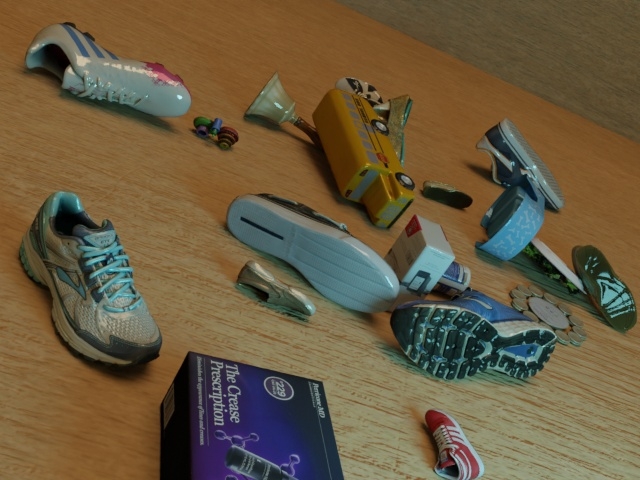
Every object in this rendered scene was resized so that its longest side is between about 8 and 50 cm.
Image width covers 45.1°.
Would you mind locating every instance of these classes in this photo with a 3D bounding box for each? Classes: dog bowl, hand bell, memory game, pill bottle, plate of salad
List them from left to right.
[{"bbox_3d":[-0.046,-0.277,1.827,0.242,0.126,0.126,36,26,-11],"label":"hand bell"},{"bbox_3d":[0.225,0.063,1.501,0.120,0.067,0.067,20,28,-15],"label":"pill bottle"},{"bbox_3d":[0.454,-0.052,1.816,0.074,0.166,0.297,39,27,-3],"label":"dog bowl"},{"bbox_3d":[0.483,0.157,1.636,0.186,0.012,0.186,22,29,-13],"label":"memory game"},{"bbox_3d":[0.540,0.059,1.799,0.200,0.048,0.200,42,12,-11],"label":"plate of salad"}]

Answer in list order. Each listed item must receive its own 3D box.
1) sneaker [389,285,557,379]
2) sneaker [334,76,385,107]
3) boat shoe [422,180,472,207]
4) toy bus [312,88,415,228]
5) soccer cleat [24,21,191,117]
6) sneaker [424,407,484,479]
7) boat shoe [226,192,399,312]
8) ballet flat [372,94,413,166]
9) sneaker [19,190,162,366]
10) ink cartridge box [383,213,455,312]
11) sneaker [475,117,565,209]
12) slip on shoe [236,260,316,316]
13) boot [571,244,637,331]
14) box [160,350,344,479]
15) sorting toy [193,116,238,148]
[{"bbox_3d":[0.246,0.156,1.333,0.330,0.130,0.147,14,16,-32],"label":"sneaker"},{"bbox_3d":[0.106,-0.371,2.102,0.235,0.094,0.153,49,24,17],"label":"sneaker"},{"bbox_3d":[0.315,-0.119,1.913,0.135,0.050,0.045,18,34,-19],"label":"boat shoe"},{"bbox_3d":[0.092,-0.184,1.697,0.130,0.108,0.333,14,41,-33],"label":"toy bus"},{"bbox_3d":[-0.424,-0.314,1.528,0.331,0.116,0.143,26,43,0],"label":"soccer cleat"},{"bbox_3d":[0.176,0.290,1.095,0.067,0.042,0.118,2,39,-46],"label":"sneaker"},{"bbox_3d":[0.000,0.000,1.342,0.335,0.121,0.119,32,32,11],"label":"boat shoe"},{"bbox_3d":[0.161,-0.275,1.929,0.123,0.123,0.349,24,42,-8],"label":"ballet flat"},{"bbox_3d":[-0.297,0.044,0.995,0.283,0.122,0.110,43,31,26],"label":"sneaker"},{"bbox_3d":[0.164,0.047,1.384,0.063,0.150,0.109,22,28,-20],"label":"ink cartridge box"},{"bbox_3d":[0.577,-0.201,2.235,0.321,0.127,0.126,48,30,-15],"label":"sneaker"},{"bbox_3d":[-0.071,0.085,1.224,0.135,0.051,0.041,36,67,-2],"label":"slip on shoe"},{"bbox_3d":[0.659,0.105,1.804,0.213,0.077,0.165,61,9,5],"label":"boot"},{"bbox_3d":[-0.076,0.261,0.854,0.184,0.103,0.261,19,29,-23],"label":"box"},{"bbox_3d":[-0.221,-0.222,1.608,0.101,0.061,0.042,18,63,-5],"label":"sorting toy"}]
